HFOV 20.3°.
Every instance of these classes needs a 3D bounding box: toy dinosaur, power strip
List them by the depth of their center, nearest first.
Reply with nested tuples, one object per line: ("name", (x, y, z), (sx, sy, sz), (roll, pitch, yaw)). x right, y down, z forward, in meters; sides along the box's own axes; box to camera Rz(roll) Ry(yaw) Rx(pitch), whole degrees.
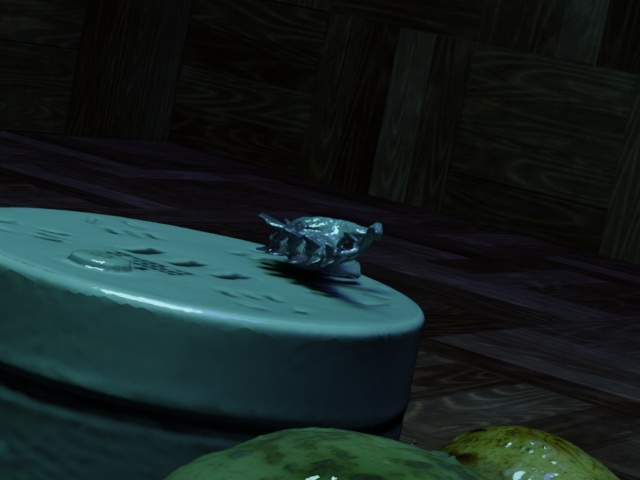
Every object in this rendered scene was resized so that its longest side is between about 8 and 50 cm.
("power strip", (-0.098, 0.086, 1.221), (0.357, 0.161, 0.357), (11, 7, -1))
("toy dinosaur", (0.000, 0.002, 1.233), (0.082, 0.039, 0.209), (8, -3, -15))

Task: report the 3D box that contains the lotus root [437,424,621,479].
("lotus root", (0.160, 0.184, 1.148), (0.110, 0.097, 0.258), (9, 11, -41))

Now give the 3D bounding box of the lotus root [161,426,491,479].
("lotus root", (0.041, 0.177, 0.779), (0.309, 0.173, 0.173), (20, 11, 35))
